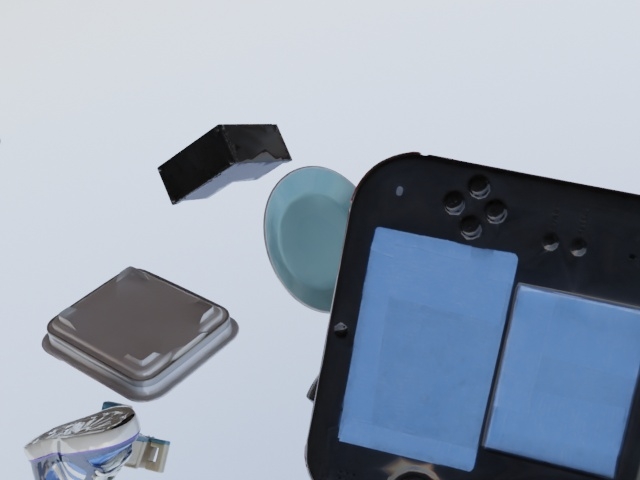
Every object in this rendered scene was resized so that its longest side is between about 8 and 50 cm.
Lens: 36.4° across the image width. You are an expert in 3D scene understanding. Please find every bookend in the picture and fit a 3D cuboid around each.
[{"bbox_3d":[-0.159,-0.129,1.638,0.156,0.072,0.157,-30,169,34],"label":"bookend"}]

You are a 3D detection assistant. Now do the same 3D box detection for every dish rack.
[{"bbox_3d":[-0.358,0.163,1.913,0.333,0.072,0.285,22,-138,32],"label":"dish rack"}]

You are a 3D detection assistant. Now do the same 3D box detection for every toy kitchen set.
[{"bbox_3d":[-0.420,0.393,1.992,0.207,0.166,0.122,2,-106,37],"label":"toy kitchen set"}]

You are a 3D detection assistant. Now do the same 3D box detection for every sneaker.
[{"bbox_3d":[-0.398,0.444,1.777,0.323,0.236,0.130,-20,-173,40],"label":"sneaker"}]

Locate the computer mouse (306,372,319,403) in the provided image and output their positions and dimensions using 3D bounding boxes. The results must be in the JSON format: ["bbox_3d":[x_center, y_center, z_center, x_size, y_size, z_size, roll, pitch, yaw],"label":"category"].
[{"bbox_3d":[0.082,0.150,1.241,0.262,0.060,0.184,-8,-173,-27],"label":"computer mouse"}]

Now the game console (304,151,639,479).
[{"bbox_3d":[0.173,0.122,0.978,0.342,0.386,0.060,13,-170,15],"label":"game console"}]

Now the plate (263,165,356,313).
[{"bbox_3d":[0.000,0.000,1.213,0.024,0.188,0.188,-19,-158,49],"label":"plate"}]
